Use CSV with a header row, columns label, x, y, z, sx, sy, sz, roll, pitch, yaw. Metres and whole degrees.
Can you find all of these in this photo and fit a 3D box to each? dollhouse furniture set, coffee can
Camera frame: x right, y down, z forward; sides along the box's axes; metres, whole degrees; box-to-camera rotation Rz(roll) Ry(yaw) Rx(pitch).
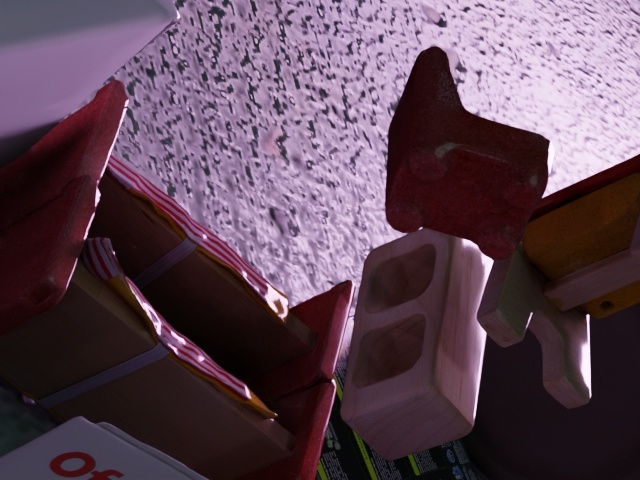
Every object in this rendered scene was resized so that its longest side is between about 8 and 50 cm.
label,x,y,z,sx,sy,sz,roll,pitch,yaw
dollhouse furniture set,0.000,0.000,0.900,0.201,0.374,0.152,43,39,-29
coffee can,0.230,0.074,1.343,0.275,0.201,0.201,-13,76,-59

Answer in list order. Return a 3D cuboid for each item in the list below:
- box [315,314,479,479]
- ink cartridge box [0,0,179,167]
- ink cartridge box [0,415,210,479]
label,x,y,z,sx,sy,sz,roll,pitch,yaw
box,0.032,0.142,1.147,0.184,0.045,0.190,-7,71,-55
ink cartridge box,-0.283,-0.214,0.822,0.285,0.166,0.395,-21,82,-48
ink cartridge box,-0.122,0.195,0.611,0.278,0.201,0.117,-27,126,-38
